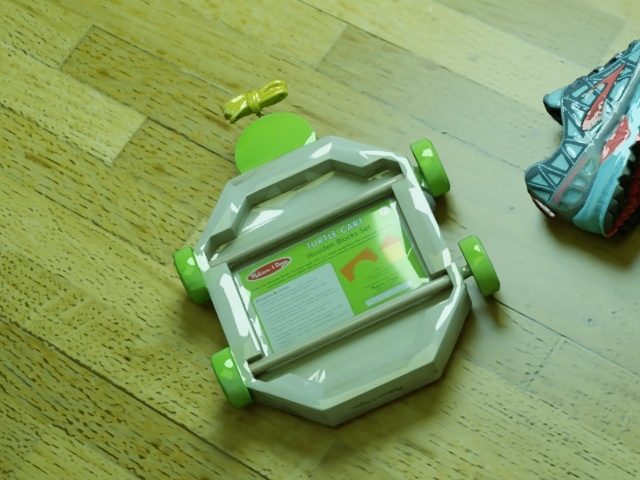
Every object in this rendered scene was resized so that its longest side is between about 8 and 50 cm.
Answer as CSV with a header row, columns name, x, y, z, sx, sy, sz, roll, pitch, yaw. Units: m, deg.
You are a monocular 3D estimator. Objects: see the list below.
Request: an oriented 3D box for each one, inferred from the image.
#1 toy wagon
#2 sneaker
name,x,y,z,sx,sy,sz,roll,pitch,yaw
toy wagon,0.000,0.000,1.824,0.267,0.068,0.344,-24,58,2
sneaker,0.267,-0.135,1.800,0.125,0.104,0.262,17,68,25
